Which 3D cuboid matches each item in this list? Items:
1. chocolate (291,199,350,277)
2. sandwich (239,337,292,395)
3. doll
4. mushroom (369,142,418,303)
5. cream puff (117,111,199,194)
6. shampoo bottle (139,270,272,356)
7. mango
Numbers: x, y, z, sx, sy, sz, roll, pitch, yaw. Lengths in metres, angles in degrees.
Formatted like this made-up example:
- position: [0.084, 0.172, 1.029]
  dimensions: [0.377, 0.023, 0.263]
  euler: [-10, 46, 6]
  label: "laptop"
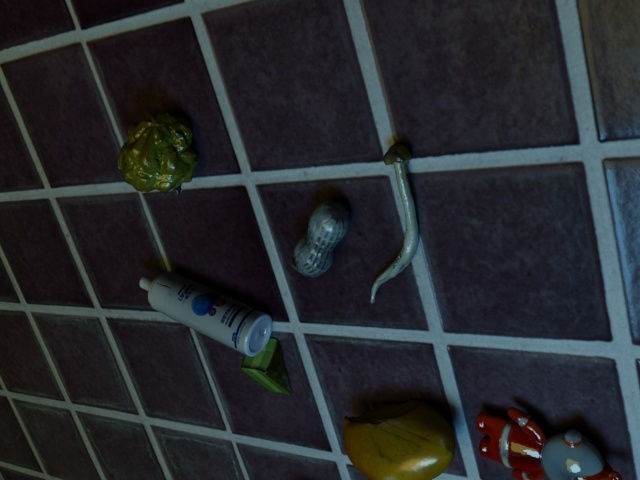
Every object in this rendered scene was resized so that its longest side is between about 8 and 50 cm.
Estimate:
- position: [0.000, 0.000, 1.372]
  dimensions: [0.072, 0.072, 0.167]
  euler: [37, 130, 14]
  label: "chocolate"
- position: [-0.097, 0.255, 1.644]
  dimensions: [0.074, 0.074, 0.116]
  euler: [5, 151, 35]
  label: "sandwich"
- position: [0.364, 0.343, 1.300]
  dimensions: [0.245, 0.076, 0.142]
  euler: [7, 121, 39]
  label: "doll"
- position: [0.122, -0.013, 1.297]
  dimensions: [0.068, 0.043, 0.306]
  euler: [35, 136, 40]
  label: "mushroom"
- position: [-0.301, -0.166, 1.467]
  dimensions: [0.156, 0.121, 0.156]
  euler: [19, 122, 33]
  label: "cream puff"
- position: [-0.242, 0.134, 1.625]
  dimensions: [0.303, 0.092, 0.092]
  euler: [22, 127, 26]
  label: "shampoo bottle"
- position: [0.144, 0.362, 1.434]
  dimensions: [0.252, 0.154, 0.126]
  euler: [-9, 118, 55]
  label: "mango"
